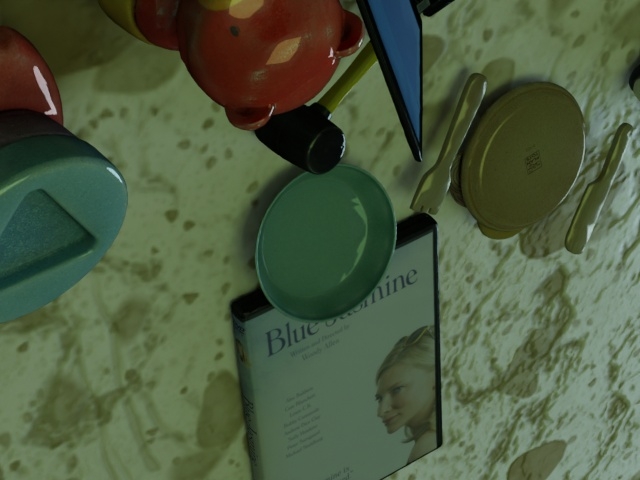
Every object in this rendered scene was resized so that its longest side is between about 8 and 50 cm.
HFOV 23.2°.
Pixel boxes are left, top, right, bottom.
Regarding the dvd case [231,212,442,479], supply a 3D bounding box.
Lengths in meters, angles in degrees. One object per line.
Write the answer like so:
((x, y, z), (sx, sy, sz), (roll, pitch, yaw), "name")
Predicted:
((0.021, 0.112, 1.246), (0.180, 0.022, 0.253), (-25, 133, -23), "dvd case")

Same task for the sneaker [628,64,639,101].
((0.316, -0.158, 1.234), (0.153, 0.094, 0.235), (-37, 148, -24), "sneaker")

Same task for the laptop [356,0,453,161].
((0.092, -0.229, 0.946), (0.264, 0.136, 0.234), (-35, 130, -15), "laptop")

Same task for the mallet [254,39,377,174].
((0.027, -0.129, 1.068), (0.190, 0.062, 0.039), (-55, 141, -14), "mallet")

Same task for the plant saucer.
((0.000, 0.000, 1.129), (0.119, 0.021, 0.119), (-11, 111, -30), "plant saucer")

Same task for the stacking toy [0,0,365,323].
((-0.142, -0.083, 0.822), (0.309, 0.130, 0.279), (-44, 154, 8), "stacking toy")

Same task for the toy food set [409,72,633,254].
((0.152, -0.063, 1.220), (0.192, 0.038, 0.132), (14, 103, -39), "toy food set")
